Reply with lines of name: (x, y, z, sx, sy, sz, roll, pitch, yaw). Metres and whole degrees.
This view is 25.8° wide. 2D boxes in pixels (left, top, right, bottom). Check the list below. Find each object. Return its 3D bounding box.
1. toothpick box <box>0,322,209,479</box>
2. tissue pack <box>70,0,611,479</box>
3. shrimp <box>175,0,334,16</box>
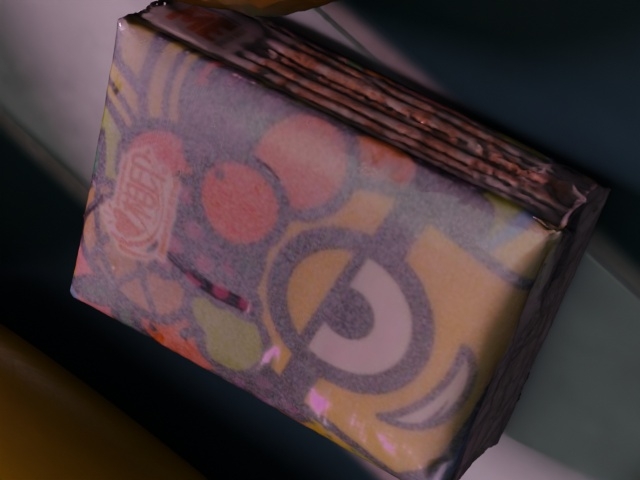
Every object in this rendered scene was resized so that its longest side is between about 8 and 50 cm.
toothpick box: (-0.118, 0.132, 0.501, 0.271, 0.175, 0.175, 39, 127, 12)
tissue pack: (0.000, 0.000, 0.434, 0.148, 0.060, 0.108, 28, 123, 15)
shrimp: (-0.110, -0.244, 0.370, 0.445, 0.085, 0.272, 33, 120, 12)
